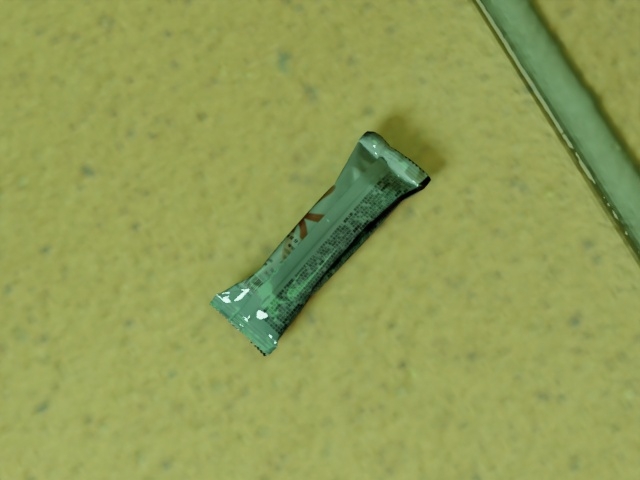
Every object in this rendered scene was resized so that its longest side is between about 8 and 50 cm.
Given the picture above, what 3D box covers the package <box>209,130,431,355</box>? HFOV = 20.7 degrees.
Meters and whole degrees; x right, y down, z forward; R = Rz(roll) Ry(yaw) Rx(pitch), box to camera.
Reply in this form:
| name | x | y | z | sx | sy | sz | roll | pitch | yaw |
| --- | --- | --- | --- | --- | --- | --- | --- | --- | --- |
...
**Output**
| name | x | y | z | sx | sy | sz | roll | pitch | yaw |
| --- | --- | --- | --- | --- | --- | --- | --- | --- | --- |
| package | 0.000 | 0.000 | 0.757 | 0.037 | 0.015 | 0.110 | 38 | 71 | 13 |
